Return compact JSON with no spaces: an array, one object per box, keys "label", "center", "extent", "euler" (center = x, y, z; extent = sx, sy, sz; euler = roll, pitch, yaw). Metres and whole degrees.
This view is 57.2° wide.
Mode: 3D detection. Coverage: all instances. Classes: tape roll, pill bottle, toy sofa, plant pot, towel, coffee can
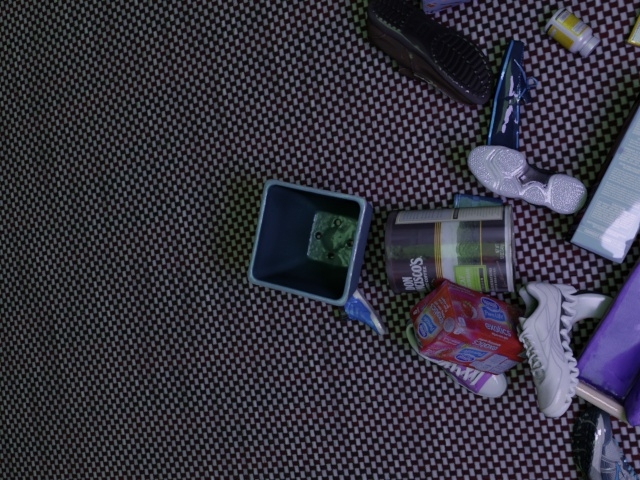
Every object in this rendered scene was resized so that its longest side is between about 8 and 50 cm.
[{"label":"tape roll","center":[0.617,0.227,1.342],"extent":[0.219,0.072,0.220],"euler":[1,92,17]},{"label":"pill bottle","center":[0.577,-0.472,1.342],"extent":[0.116,0.065,0.065],"euler":[45,103,12]},{"label":"toy sofa","center":[0.660,0.186,1.198],"extent":[0.150,0.177,0.363],"euler":[30,100,14]},{"label":"plant pot","center":[0.000,0.000,1.440],"extent":[0.246,0.252,0.248],"euler":[13,95,16]},{"label":"towel","center":[0.383,-0.076,1.433],"extent":[0.119,0.029,0.067],"euler":[9,94,18]},{"label":"coffee can","center":[0.305,0.022,1.363],"extent":[0.275,0.201,0.202],"euler":[-3,90,20]}]

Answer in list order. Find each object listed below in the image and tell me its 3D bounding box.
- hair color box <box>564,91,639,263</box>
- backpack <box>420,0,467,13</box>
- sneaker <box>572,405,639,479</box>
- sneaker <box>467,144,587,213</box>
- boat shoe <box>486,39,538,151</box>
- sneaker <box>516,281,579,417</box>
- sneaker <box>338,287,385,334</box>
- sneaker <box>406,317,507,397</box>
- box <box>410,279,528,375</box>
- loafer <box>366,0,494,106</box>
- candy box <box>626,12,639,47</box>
[{"label":"hair color box","center":[0.665,-0.144,1.258],"extent":[0.113,0.185,0.375],"euler":[27,99,16]},{"label":"backpack","center":[0.305,-0.665,1.333],"extent":[0.263,0.276,0.213],"euler":[-24,89,10]},{"label":"sneaker","center":[0.653,0.515,1.336],"extent":[0.122,0.110,0.283],"euler":[-2,93,0]},{"label":"sneaker","center":[0.457,-0.136,1.338],"extent":[0.268,0.153,0.101],"euler":[24,98,6]},{"label":"boat shoe","center":[0.453,-0.333,1.380],"extent":[0.088,0.109,0.259],"euler":[9,110,10]},{"label":"sneaker","center":[0.472,0.224,1.246],"extent":[0.118,0.110,0.292],"euler":[14,65,-11]},{"label":"sneaker","center":[0.097,0.196,1.513],"extent":[0.084,0.058,0.152],"euler":[-39,76,9]},{"label":"sneaker","center":[0.315,0.288,1.394],"extent":[0.282,0.161,0.102],"euler":[36,102,13]},{"label":"box","center":[0.342,0.201,1.315],"extent":[0.128,0.256,0.123],"euler":[-46,36,37]},{"label":"loafer","center":[0.262,-0.451,1.431],"extent":[0.366,0.130,0.134],"euler":[41,69,4]},{"label":"candy box","center":[0.773,-0.519,1.297],"extent":[0.105,0.027,0.206],"euler":[24,98,16]}]
